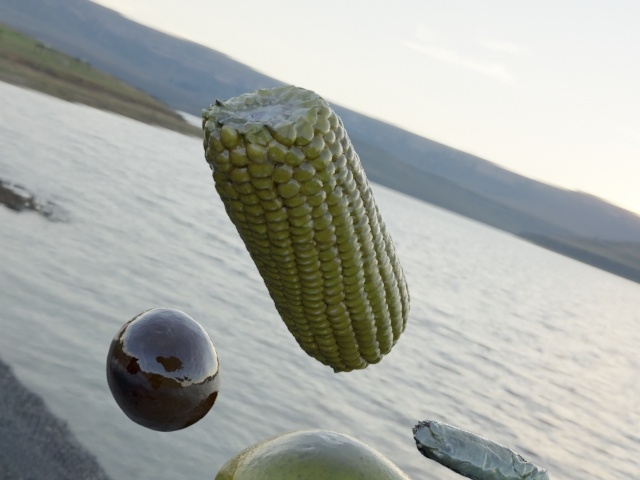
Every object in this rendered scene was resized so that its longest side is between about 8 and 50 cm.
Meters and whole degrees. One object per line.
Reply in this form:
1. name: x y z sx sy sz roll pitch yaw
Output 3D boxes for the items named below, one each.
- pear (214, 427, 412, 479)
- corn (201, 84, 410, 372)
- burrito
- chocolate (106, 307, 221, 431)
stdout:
1. pear: 0.011 0.430 1.448 0.386 0.191 0.340 10 6 -3
2. corn: 0.000 0.000 0.830 0.144 0.144 0.387 23 -29 30
3. burrito: 0.171 0.235 0.927 0.188 0.045 0.058 23 3 -25
4. chocolate: -0.214 0.173 1.128 0.176 0.177 0.177 20 5 -2
